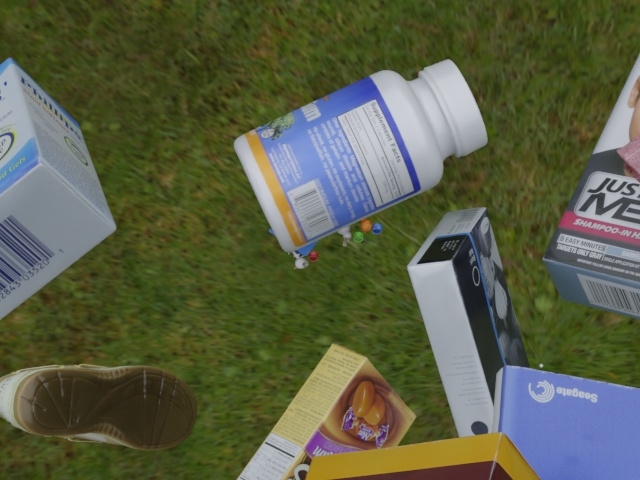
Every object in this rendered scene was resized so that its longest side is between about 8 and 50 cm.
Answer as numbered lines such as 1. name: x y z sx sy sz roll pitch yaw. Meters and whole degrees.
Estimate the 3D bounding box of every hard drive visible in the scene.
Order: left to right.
1. hard drive: 0.259 0.290 1.262 0.210 0.040 0.318 11 66 -6

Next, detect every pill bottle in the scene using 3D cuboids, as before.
1. pill bottle: 0.050 -0.107 1.565 0.272 0.152 0.152 -25 81 -1

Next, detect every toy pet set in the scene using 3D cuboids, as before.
1. toy pet set: 0.000 0.000 1.733 0.122 0.114 0.065 -25 42 31

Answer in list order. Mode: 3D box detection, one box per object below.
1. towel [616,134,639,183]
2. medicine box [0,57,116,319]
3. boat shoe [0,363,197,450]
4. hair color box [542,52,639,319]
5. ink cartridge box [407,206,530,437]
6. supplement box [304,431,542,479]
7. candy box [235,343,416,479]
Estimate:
1. towel: 0.511 -0.058 1.462 0.237 0.037 0.329 -34 49 2
2. medicine box: -0.428 -0.049 1.695 0.263 0.149 0.289 -38 38 5
3. boat shoe: -0.129 0.092 0.767 0.045 0.135 0.050 5 80 41
4. hair color box: 0.449 -0.084 1.701 0.185 0.113 0.374 15 65 33
5. ink cartridge box: 0.198 0.142 1.629 0.065 0.165 0.332 -8 111 25
6. supplement box: 0.070 0.242 0.728 0.129 0.191 0.194 -14 39 35
7. candy box: 0.001 0.203 1.232 0.053 0.109 0.186 19 67 45
